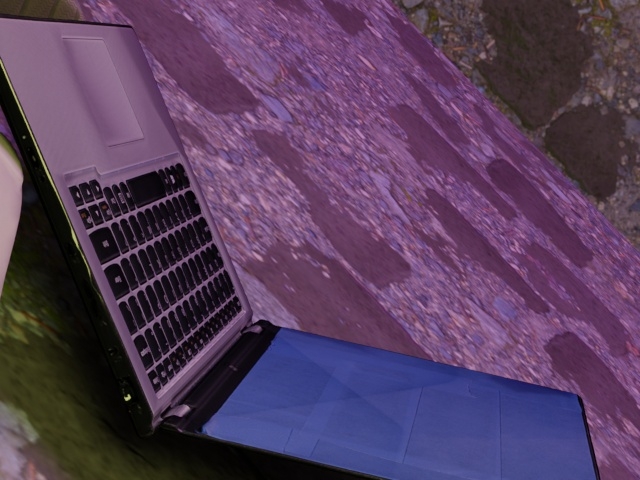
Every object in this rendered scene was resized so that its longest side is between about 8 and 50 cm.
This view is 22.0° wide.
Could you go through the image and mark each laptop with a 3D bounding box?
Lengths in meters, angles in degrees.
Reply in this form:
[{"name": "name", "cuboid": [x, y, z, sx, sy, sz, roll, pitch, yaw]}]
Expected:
[{"name": "laptop", "cuboid": [0.000, 0.000, 1.105, 0.382, 0.236, 0.408, -46, 113, -82]}]

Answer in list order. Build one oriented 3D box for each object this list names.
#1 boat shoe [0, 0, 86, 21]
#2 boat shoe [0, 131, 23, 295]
[{"name": "boat shoe", "cuboid": [-0.325, -0.232, 1.259, 0.324, 0.123, 0.116, 39, 10, -37]}, {"name": "boat shoe", "cuboid": [-0.253, -0.007, 0.851, 0.158, 0.127, 0.340, 41, 16, -30]}]
